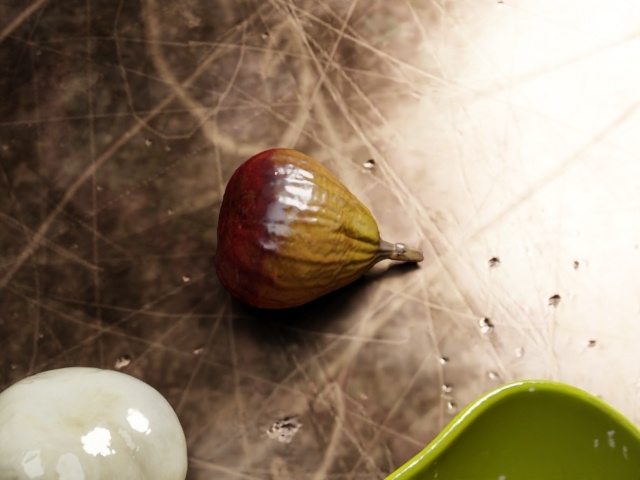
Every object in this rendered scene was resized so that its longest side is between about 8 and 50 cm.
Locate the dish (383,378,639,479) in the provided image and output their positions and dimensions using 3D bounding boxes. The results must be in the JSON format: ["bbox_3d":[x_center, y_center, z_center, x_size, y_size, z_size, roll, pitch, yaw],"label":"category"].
[{"bbox_3d":[0.114,0.226,1.122,0.262,0.108,0.221,-27,78,-25],"label":"dish"}]

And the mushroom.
[{"bbox_3d":[-0.167,0.157,1.203,0.154,0.123,0.154,-1,24,1],"label":"mushroom"}]

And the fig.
[{"bbox_3d":[-0.013,-0.006,1.297,0.119,0.153,0.119,-8,78,42],"label":"fig"}]
